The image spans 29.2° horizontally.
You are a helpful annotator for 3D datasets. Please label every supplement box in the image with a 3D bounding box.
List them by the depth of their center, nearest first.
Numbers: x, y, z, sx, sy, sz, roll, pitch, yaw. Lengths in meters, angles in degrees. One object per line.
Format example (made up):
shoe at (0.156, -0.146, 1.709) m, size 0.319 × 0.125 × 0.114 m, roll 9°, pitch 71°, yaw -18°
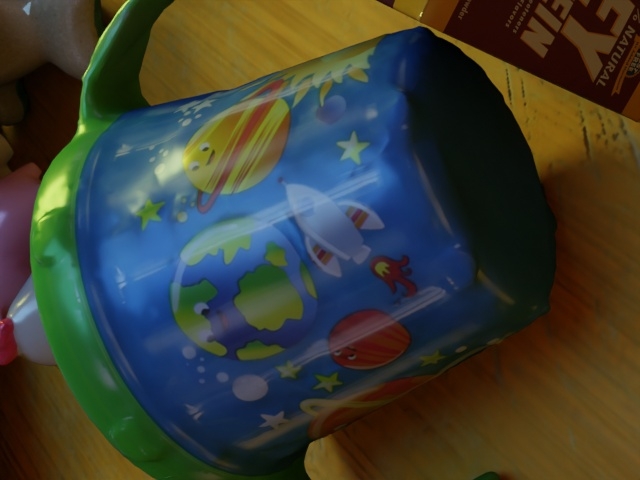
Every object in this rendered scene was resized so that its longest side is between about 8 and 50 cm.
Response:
supplement box at (0.080, -0.177, 0.651) m, size 0.194 × 0.191 × 0.129 m, roll 38°, pitch 107°, yaw 44°

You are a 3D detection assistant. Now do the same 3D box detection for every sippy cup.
sippy cup at (0.000, 0.000, 0.683) m, size 0.224 × 0.305 × 0.240 m, roll -25°, pitch 34°, yaw 28°

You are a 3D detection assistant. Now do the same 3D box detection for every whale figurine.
whale figurine at (-0.284, -0.211, 1.103) m, size 0.272 × 0.141 × 0.216 m, roll 9°, pitch 123°, yaw 29°

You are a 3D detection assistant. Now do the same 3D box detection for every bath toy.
bath toy at (-0.266, 0.009, 1.014) m, size 0.129 × 0.151 × 0.348 m, roll -38°, pitch 43°, yaw -20°
